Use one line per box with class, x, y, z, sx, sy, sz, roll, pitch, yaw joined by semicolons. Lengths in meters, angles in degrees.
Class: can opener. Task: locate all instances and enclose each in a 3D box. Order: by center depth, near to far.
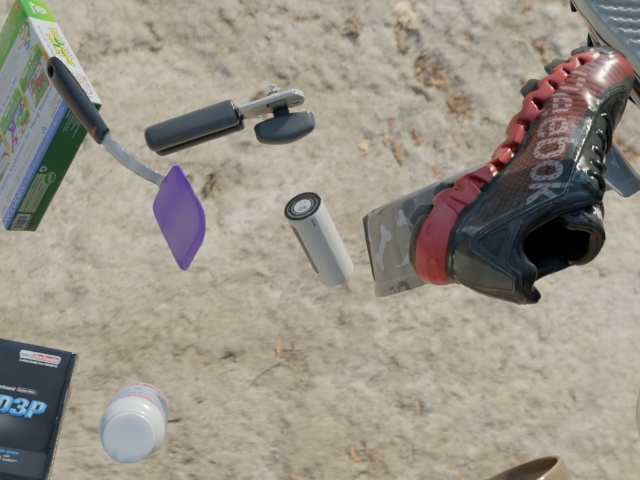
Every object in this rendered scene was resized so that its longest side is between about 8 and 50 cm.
can opener;-0.152;-0.189;1.584;0.280;0.074;0.093;-13;78;7

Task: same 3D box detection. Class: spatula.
spatula;-0.216;-0.098;1.044;0.296;0.084;0.030;48;40;15

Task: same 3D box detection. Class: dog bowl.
dog bowl;0.207;-0.045;1.159;0.348;0.348;0.102;-24;91;-29

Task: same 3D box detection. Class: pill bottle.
pill bottle;-0.250;0.247;1.284;0.087;0.160;0.087;0;92;-7

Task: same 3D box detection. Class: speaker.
speaker;0.000;0.000;1.303;0.055;0.055;0.136;-53;137;-27

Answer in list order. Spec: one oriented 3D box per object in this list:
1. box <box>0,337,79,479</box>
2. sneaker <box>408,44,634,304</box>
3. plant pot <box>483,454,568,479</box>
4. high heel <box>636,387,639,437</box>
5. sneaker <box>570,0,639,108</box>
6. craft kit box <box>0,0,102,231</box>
box;-0.438;0.210;1.224;0.220;0.051;0.175;12;74;-5
sneaker;0.199;-0.052;0.800;0.276;0.135;0.098;-48;143;-19
plant pot;0.331;0.470;1.645;0.237;0.237;0.110;-21;81;-29
high heel;0.302;0.133;0.665;0.186;0.093;0.261;4;95;-43
sneaker;0.343;-0.251;1.053;0.126;0.127;0.321;-31;99;2
craft kit box;-0.435;-0.185;1.410;0.061;0.250;0.247;2;44;-47
